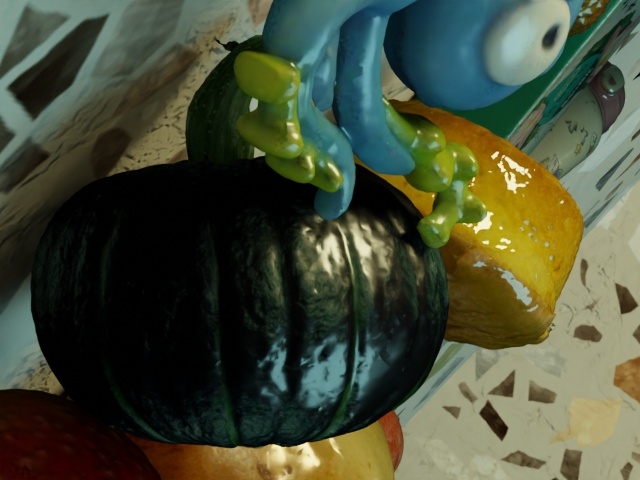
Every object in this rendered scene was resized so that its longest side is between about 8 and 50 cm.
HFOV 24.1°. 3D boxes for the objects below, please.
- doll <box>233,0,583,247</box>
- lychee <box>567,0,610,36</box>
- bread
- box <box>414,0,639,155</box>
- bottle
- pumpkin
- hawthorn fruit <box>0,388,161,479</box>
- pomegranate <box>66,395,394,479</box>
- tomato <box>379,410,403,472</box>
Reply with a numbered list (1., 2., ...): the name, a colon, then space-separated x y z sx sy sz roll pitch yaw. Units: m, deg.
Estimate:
1. doll: 0.076 -0.173 0.720 0.346 0.099 0.341 -64 154 -9
2. lychee: 0.162 -0.203 1.098 0.114 0.114 0.146 -46 147 0
3. bread: 0.098 -0.004 1.240 0.146 0.268 0.268 -60 170 -13
4. box: 0.197 -0.174 1.329 0.245 0.092 0.153 -51 166 24
5. bottle: 0.229 -0.117 1.559 0.233 0.110 0.110 -36 164 -34
6. pumpkin: -0.050 0.002 0.889 0.248 0.248 0.248 -43 167 -13
7. hawthorn fruit: -0.176 0.257 0.872 0.284 0.369 0.285 -34 146 -27
8. pomegranate: -0.095 0.216 1.190 0.319 0.319 0.319 -43 167 -13
9. tomato: -0.021 0.222 1.637 0.208 0.184 0.208 -42 173 -6
